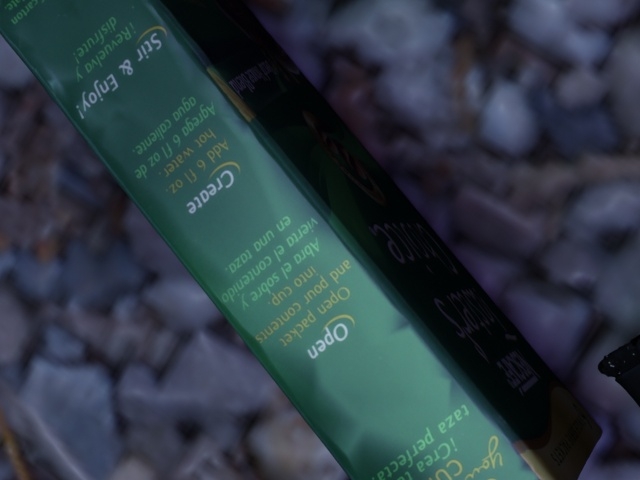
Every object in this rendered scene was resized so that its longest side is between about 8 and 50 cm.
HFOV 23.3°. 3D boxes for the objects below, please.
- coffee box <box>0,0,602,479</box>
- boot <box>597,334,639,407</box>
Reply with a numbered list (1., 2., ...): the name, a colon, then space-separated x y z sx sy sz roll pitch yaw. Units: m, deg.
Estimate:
1. coffee box: 0.000 0.000 0.415 0.040 0.113 0.184 -41 80 12
2. boot: 0.110 0.067 0.414 0.121 0.045 0.099 -33 88 3
